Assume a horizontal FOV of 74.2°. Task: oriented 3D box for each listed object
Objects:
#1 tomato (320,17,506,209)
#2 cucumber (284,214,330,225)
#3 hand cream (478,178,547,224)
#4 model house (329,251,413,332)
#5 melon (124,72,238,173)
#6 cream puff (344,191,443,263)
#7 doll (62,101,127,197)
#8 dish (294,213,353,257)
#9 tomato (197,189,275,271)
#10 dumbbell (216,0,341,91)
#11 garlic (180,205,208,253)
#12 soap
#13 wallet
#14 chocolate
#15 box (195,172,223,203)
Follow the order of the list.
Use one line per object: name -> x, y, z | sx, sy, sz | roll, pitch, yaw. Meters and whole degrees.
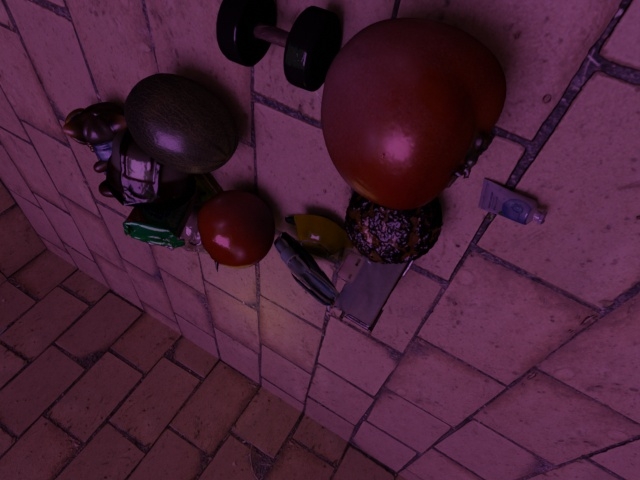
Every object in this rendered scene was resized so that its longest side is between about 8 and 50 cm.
tomato -> 0.144, -0.223, 0.743 | 0.321, 0.321, 0.321 | 23, 142, 19
cucumber -> -0.041, -0.061, 1.315 | 0.184, 0.033, 0.036 | -1, 152, 38
hand cream -> 0.408, -0.074, 0.905 | 0.142, 0.053, 0.084 | 28, 146, 30
model house -> 0.143, 0.113, 1.231 | 0.178, 0.271, 0.206 | 28, 179, 11
melon -> -0.370, -0.309, 1.145 | 0.301, 0.237, 0.237 | 33, 145, -1
cream puff -> 0.170, -0.045, 1.023 | 0.239, 0.165, 0.239 | 16, 128, 22
doll -> -0.713, -0.321, 1.493 | 0.318, 0.209, 0.340 | -12, 131, 8
dish -> 0.000, 0.000, 1.272 | 0.207, 0.080, 0.149 | 28, 154, -8
tomato -> -0.266, -0.037, 1.360 | 0.224, 0.256, 0.256 | -13, 122, 30
dumbbell -> -0.082, -0.409, 0.856 | 0.218, 0.152, 0.152 | 27, 143, 14
garlic -> -0.465, -0.034, 1.596 | 0.228, 0.152, 0.228 | 22, 155, 11
soap -> -0.527, -0.100, 1.409 | 0.218, 0.273, 0.098 | 12, 131, -6
wallet -> -0.045, 0.082, 1.320 | 0.176, 0.075, 0.250 | 43, -175, -35
chocolate -> -0.524, -0.250, 1.312 | 0.283, 0.283, 0.186 | 31, 137, 9
box -> -0.438, -0.196, 1.509 | 0.193, 0.030, 0.121 | -7, 125, 44
